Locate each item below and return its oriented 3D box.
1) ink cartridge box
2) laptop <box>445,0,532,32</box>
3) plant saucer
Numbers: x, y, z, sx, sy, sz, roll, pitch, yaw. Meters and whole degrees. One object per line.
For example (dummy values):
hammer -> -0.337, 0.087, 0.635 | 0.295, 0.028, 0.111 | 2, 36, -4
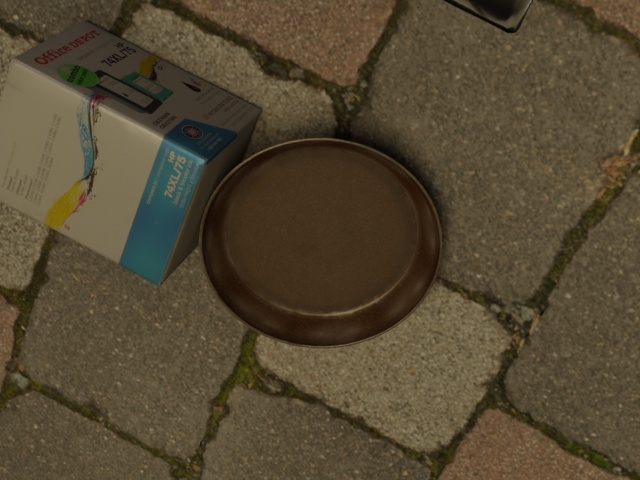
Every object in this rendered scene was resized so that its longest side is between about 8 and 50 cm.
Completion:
ink cartridge box -> -0.256, -0.117, 1.516 | 0.270, 0.198, 0.197 | 27, 120, 5
laptop -> 0.113, -0.487, 1.190 | 0.236, 0.408, 0.382 | 12, 121, -20
plant saucer -> 0.000, 0.000, 1.532 | 0.310, 0.050, 0.310 | 0, 120, 0
